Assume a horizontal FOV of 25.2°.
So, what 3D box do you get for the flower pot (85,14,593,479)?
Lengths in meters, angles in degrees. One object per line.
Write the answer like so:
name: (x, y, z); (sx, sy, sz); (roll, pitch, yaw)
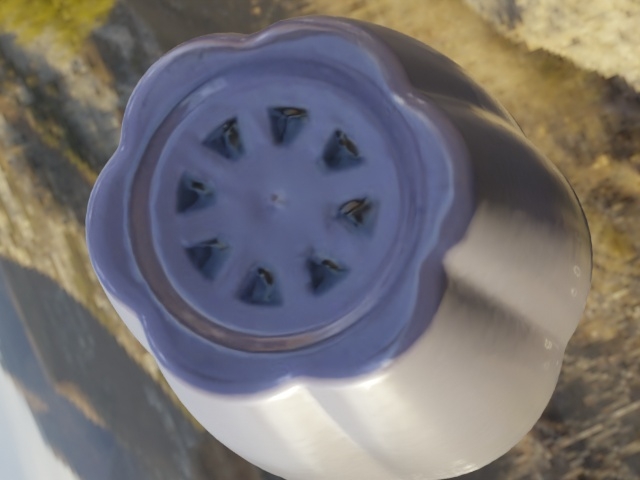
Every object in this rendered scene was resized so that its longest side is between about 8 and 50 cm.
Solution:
flower pot: (0.000, 0.000, 0.753); (0.265, 0.265, 0.243); (64, -171, 16)
